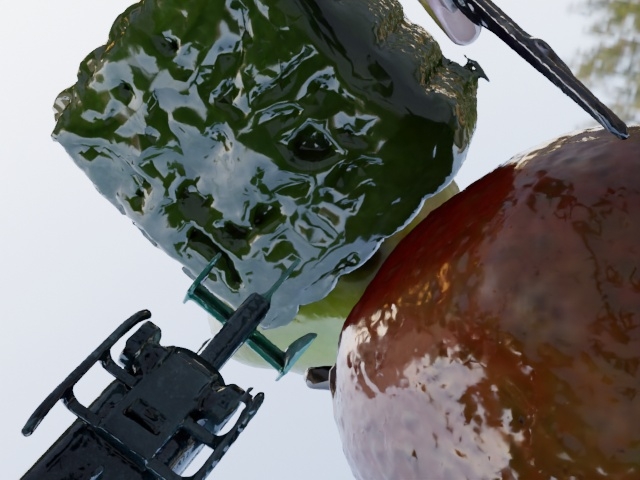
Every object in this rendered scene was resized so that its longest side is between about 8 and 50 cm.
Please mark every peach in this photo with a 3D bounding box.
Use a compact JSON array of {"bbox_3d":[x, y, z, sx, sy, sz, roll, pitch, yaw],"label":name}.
[{"bbox_3d":[0.007,-0.001,1.259,0.314,0.281,0.315,-17,-165,-1],"label":"peach"}]

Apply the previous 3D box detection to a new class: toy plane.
[{"bbox_3d":[-0.061,0.070,0.442,0.060,0.096,0.235,35,-138,5],"label":"toy plane"}]

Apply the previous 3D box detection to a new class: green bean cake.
[{"bbox_3d":[-0.038,-0.092,0.829,0.250,0.247,0.156,46,-153,-5],"label":"green bean cake"}]

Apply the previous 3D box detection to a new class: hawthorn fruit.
[{"bbox_3d":[0.130,0.080,0.681,0.369,0.284,0.285,-6,-161,42],"label":"hawthorn fruit"}]

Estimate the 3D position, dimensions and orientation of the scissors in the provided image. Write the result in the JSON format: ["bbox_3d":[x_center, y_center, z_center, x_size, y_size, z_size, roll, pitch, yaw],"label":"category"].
[{"bbox_3d":[0.060,-0.128,0.529,0.024,0.160,0.317,-38,-139,6],"label":"scissors"}]
